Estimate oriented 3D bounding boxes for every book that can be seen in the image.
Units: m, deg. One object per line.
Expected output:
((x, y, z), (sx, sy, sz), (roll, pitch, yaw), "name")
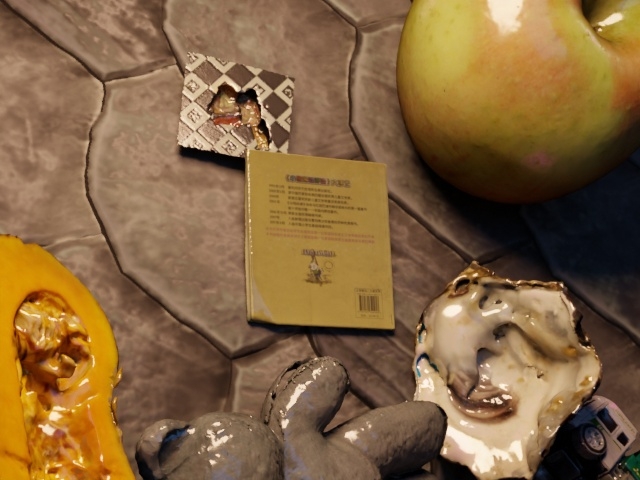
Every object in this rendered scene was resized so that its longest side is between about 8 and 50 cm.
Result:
((0.000, 0.000, 1.281), (0.168, 0.013, 0.192), (5, 73, -22), "book")

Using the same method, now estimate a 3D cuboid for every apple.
((0.235, -0.198, 1.351), (0.319, 0.277, 0.319), (11, 67, -28), "apple")

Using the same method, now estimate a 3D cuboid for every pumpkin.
((-0.293, 0.175, 0.940), (0.242, 0.232, 0.325), (38, 28, -49), "pumpkin")

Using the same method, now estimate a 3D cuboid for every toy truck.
((0.322, 0.269, 1.258), (0.216, 0.110, 0.116), (52, 45, 8), "toy truck")

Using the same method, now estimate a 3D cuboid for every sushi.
((-0.096, -0.140, 1.320), (0.126, 0.026, 0.120), (11, 64, -13), "sushi")

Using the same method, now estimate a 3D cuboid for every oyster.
((0.186, 0.140, 1.243), (0.083, 0.214, 0.223), (41, 74, -50), "oyster")

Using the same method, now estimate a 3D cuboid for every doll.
((-0.030, 0.235, 1.116), (0.340, 0.158, 0.246), (-10, 101, -42), "doll")
